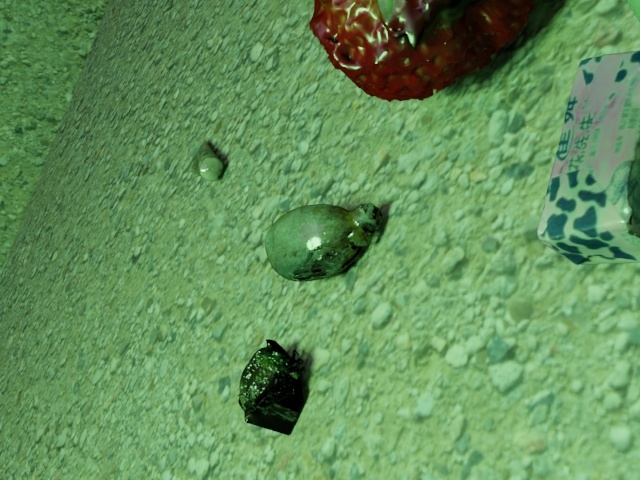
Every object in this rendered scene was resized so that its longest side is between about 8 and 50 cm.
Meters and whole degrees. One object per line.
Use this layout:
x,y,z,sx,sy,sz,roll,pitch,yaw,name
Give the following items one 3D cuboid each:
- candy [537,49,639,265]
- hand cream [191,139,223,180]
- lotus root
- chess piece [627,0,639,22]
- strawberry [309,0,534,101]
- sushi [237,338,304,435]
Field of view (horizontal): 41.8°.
0.233,-0.062,0.645,0.092,0.073,0.160,-1,68,55,candy
-0.192,-0.128,1.396,0.061,0.039,0.143,-68,21,9,hand cream
-0.002,0.001,0.963,0.165,0.088,0.088,-17,54,40,lotus root
0.337,-0.222,0.495,0.298,0.175,0.176,-2,67,56,chess piece
0.116,-0.268,0.863,0.261,0.257,0.261,-11,69,32,strawberry
-0.055,0.161,0.957,0.085,0.056,0.083,-65,23,3,sushi
